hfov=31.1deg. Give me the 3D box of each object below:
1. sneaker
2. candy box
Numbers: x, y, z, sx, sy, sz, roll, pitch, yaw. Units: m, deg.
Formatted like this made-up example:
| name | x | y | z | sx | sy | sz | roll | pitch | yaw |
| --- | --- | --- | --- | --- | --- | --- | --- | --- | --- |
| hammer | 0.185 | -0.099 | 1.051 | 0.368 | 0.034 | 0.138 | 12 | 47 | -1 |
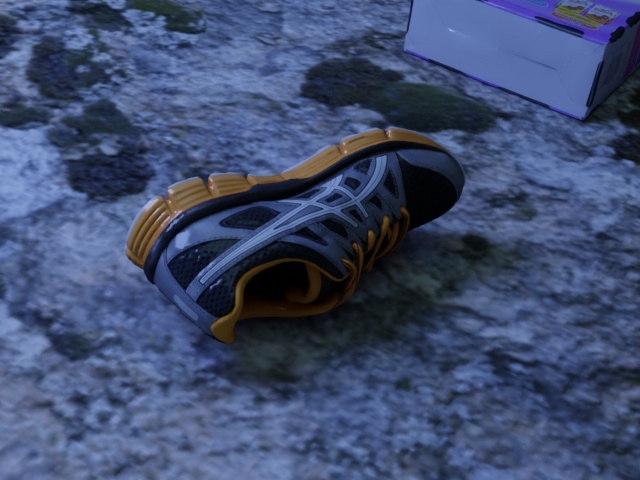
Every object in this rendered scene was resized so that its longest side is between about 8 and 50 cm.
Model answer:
| name | x | y | z | sx | sy | sz | roll | pitch | yaw |
| --- | --- | --- | --- | --- | --- | --- | --- | --- | --- |
| sneaker | 0.000 | 0.000 | 0.652 | 0.215 | 0.084 | 0.083 | -19 | 57 | -29 |
| candy box | 0.191 | -0.192 | 0.960 | 0.165 | 0.070 | 0.196 | 26 | 39 | 23 |
